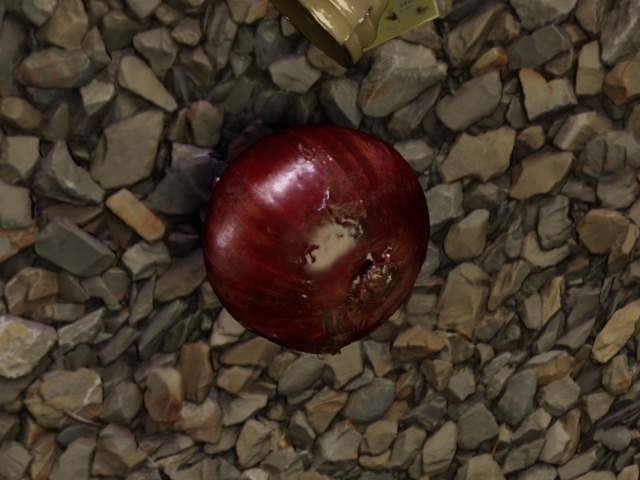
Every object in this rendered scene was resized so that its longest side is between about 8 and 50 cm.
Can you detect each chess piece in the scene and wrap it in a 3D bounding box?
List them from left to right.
[{"bbox_3d":[0.083,-0.355,1.749,0.139,0.124,0.307,41,83,5],"label":"chess piece"}]

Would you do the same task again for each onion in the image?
[{"bbox_3d":[0.000,0.000,1.775,0.276,0.276,0.276,-13,118,-25],"label":"onion"}]

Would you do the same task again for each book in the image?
[{"bbox_3d":[0.087,-0.280,1.837,0.111,0.014,0.077,-27,124,-17],"label":"book"}]
